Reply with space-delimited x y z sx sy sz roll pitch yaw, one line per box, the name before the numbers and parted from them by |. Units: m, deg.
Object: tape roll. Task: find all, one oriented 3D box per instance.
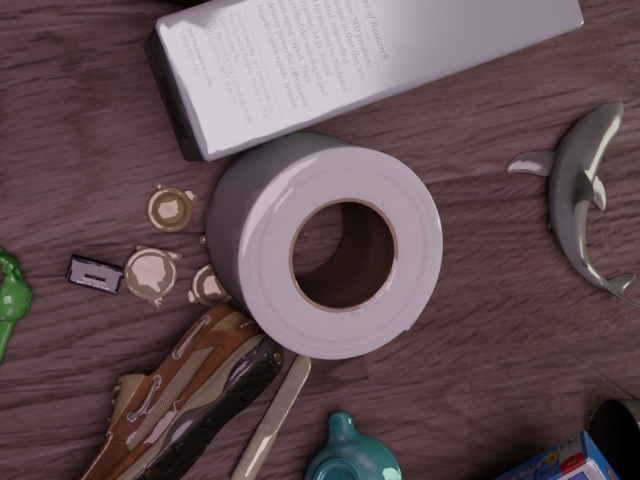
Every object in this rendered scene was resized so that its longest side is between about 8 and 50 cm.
tape roll | 0.000 0.000 1.250 0.246 0.169 0.246 -4 102 -18

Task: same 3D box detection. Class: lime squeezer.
lime squeezer | -0.404 0.041 1.249 0.110 0.059 0.310 -16 101 19

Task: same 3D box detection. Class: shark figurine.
shark figurine | 0.346 -0.034 1.377 0.166 0.116 0.278 -10 94 -11

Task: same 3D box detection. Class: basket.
basket | 0.492 0.295 1.417 0.227 0.154 0.204 -5 106 -16

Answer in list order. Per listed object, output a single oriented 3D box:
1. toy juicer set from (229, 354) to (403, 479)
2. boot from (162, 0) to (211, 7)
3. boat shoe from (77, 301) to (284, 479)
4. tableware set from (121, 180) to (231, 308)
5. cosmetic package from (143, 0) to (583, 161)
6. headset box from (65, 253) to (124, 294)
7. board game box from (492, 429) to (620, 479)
toy juicer set | 0.008 0.329 1.319 0.209 0.089 0.329 -43 64 7
boot | -0.204 -0.395 1.219 0.262 0.095 0.203 23 87 5
boat shoe | -0.190 0.208 1.281 0.324 0.122 0.120 -44 69 -4
tableware set | -0.160 0.008 1.310 0.141 0.020 0.169 17 90 -13
cosmetic package | 0.039 -0.238 1.230 0.453 0.230 0.161 -21 98 -11
headset box | -0.267 0.040 1.255 0.062 0.083 0.032 15 90 -14
board game box | 0.284 0.441 1.323 0.302 0.086 0.308 -33 98 16
